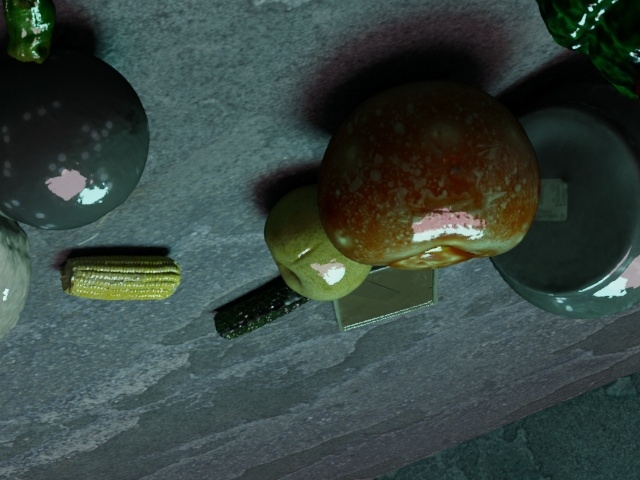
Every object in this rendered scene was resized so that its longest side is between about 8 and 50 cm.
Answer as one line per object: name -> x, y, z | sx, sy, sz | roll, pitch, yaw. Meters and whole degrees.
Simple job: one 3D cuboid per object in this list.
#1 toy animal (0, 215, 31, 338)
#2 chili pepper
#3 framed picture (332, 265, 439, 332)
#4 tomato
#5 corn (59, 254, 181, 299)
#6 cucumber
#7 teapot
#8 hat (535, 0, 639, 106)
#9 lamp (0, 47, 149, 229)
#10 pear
toy animal -> -0.456, 0.049, 1.460 | 0.226, 0.188, 0.358 | -8, 163, -27
chili pepper -> -0.272, -0.225, 1.126 | 0.050, 0.073, 0.182 | 7, 162, 4
framed picture -> 0.112, 0.088, 2.137 | 0.189, 0.023, 0.260 | -16, 156, -2
tomato -> 0.129, -0.082, 1.529 | 0.270, 0.223, 0.270 | -3, 173, 0
corn -> -0.277, 0.051, 1.752 | 0.165, 0.063, 0.085 | 1, 175, -32
cucumber -> -0.082, 0.102, 2.000 | 0.187, 0.058, 0.058 | -27, 154, 26
teapot -> 0.379, -0.051, 1.728 | 0.376, 0.306, 0.361 | 1, 180, 41
hat -> 0.357, -0.227, 1.214 | 0.242, 0.332, 0.274 | 6, 150, -38
lamp -> -0.323, -0.077, 1.285 | 0.313, 0.182, 0.182 | -23, 156, 15
pear -> 0.000, 0.000, 1.708 | 0.136, 0.167, 0.167 | -31, 158, -7
